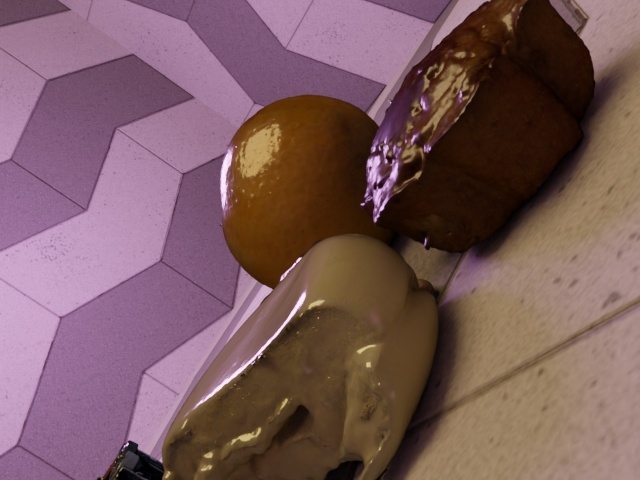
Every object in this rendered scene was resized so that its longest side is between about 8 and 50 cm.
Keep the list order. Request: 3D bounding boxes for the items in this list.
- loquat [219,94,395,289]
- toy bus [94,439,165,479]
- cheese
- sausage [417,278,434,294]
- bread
[{"bbox_3d":[-0.001,-0.064,0.950,0.275,0.274,0.275,-54,6,8],"label":"loquat"},{"bbox_3d":[-0.304,0.434,1.110,0.167,0.138,0.275,-59,9,-14],"label":"toy bus"},{"bbox_3d":[-0.015,0.118,0.570,0.266,0.127,0.233,-48,8,31],"label":"cheese"},{"bbox_3d":[0.083,0.051,0.680,0.024,0.024,0.132,-56,5,-12],"label":"sausage"},{"bbox_3d":[0.123,-0.094,0.615,0.232,0.135,0.246,-58,7,-19],"label":"bread"}]
